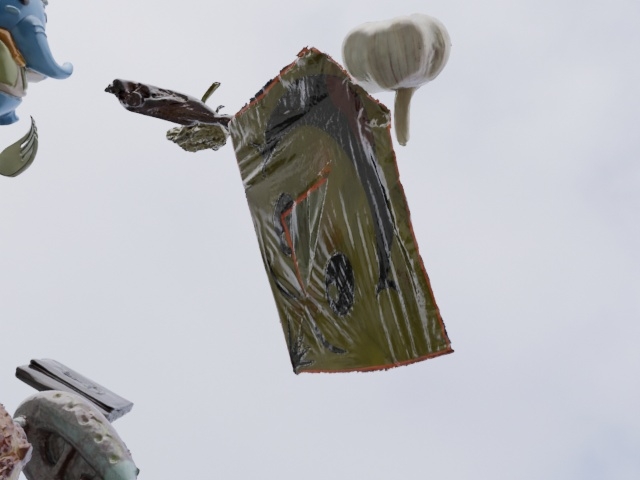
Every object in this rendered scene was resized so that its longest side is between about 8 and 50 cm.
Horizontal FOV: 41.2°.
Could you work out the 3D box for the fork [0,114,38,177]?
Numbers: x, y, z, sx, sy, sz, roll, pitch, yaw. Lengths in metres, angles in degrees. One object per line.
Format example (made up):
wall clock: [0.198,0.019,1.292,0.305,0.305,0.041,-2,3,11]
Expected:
fork: [-0.336,-0.049,0.802,0.219,0.028,0.034,-29,-112,21]

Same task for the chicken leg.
chicken leg: [-0.232,-0.209,1.339,0.219,0.089,0.048,16,-74,-6]

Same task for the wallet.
wallet: [-0.530,0.325,1.852,0.229,0.182,0.049,27,-90,8]

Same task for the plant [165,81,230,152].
plant: [-0.204,-0.211,1.453,0.116,0.104,0.122,3,-88,12]

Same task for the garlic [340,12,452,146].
garlic: [0.135,-0.274,1.482,0.199,0.199,0.226,-1,-78,24]

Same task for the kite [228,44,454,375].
kite: [-0.002,0.001,0.753,0.377,0.013,0.328,48,-41,41]

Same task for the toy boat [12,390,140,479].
toy boat: [-0.366,0.309,1.212,0.227,0.085,0.155,40,-71,26]

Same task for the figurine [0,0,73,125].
figurine: [-0.448,-0.276,1.189,0.153,0.180,0.262,-6,-91,42]

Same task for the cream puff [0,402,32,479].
cream puff: [-0.370,0.186,0.717,0.240,0.240,0.164,7,-88,20]
